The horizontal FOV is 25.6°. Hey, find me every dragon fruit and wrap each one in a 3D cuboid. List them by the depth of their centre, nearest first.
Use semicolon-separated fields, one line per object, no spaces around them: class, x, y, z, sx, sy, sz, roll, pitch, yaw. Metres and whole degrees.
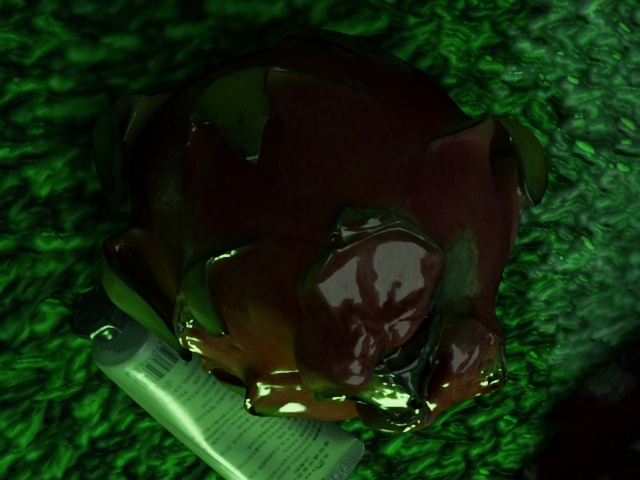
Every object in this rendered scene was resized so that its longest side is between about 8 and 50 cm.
dragon fruit;-0.002;-0.004;0.743;0.224;0.227;0.224;-5;104;-19

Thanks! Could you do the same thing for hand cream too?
hand cream;-0.060;0.101;0.859;0.080;0.050;0.234;-49;127;-5

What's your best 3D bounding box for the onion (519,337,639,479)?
onion;0.276;0.214;1.010;0.314;0.146;0.280;-42;118;0
